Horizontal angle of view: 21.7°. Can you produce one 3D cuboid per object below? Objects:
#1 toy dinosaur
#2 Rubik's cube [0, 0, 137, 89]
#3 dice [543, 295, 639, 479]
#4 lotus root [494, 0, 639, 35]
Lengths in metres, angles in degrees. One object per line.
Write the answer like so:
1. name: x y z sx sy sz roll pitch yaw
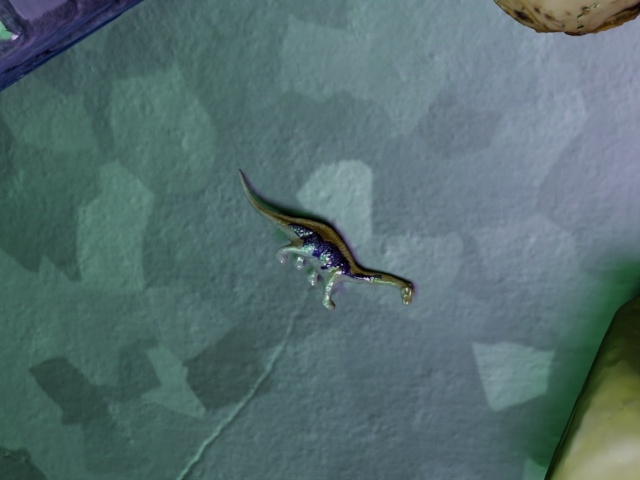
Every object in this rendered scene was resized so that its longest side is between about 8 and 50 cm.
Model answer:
1. toy dinosaur: -0.008 0.013 1.398 0.180 0.037 0.058 34 95 -4
2. Rubik's cube: -0.349 -0.242 1.244 0.344 0.337 0.343 -28 100 28
3. dice: 0.289 0.190 1.250 0.233 0.238 0.226 22 118 9
4. lotus root: 0.158 -0.281 1.159 0.160 0.146 0.284 -19 113 6
